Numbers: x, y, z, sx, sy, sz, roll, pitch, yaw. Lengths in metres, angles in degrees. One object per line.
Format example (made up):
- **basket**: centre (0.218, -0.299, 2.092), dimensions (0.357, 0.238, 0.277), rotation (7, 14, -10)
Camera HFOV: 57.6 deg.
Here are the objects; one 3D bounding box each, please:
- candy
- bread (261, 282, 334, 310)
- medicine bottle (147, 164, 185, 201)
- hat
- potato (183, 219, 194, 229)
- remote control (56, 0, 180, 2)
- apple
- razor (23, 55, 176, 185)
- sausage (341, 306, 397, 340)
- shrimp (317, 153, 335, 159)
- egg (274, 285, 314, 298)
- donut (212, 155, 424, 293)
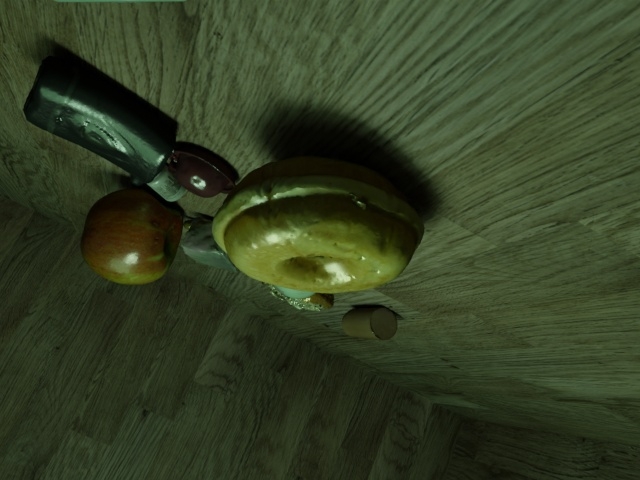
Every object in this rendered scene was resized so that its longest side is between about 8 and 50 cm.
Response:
- **candy**: centre (-0.358, 0.018, 2.030), dimensions (0.196, 0.137, 0.184), rotation (11, 159, 18)
- **bread**: centre (-0.072, 0.157, 2.058), dimensions (0.274, 0.149, 0.274), rotation (19, 167, 5)
- **medicine bottle**: centre (-0.465, -0.180, 1.707), dimensions (0.079, 0.079, 0.140), rotation (13, 160, 31)
- **hat**: centre (-0.320, -0.168, 1.541), dimensions (0.206, 0.089, 0.205), rotation (22, 163, 7)
- **potato**: centre (-0.452, -0.053, 2.106), dimensions (0.092, 0.045, 0.046), rotation (16, 145, 1)
- **remote control**: centre (-0.336, -0.424, 0.875), dimensions (0.336, 0.065, 0.128), rotation (13, 161, 30)
- **apple**: centre (-0.653, -0.017, 2.010), dimensions (0.340, 0.339, 0.339), rotation (22, 162, 7)
- **razor**: centre (-0.517, -0.277, 1.382), dimensions (0.349, 0.113, 0.204), rotation (31, 136, -25)
- **sausage**: centre (0.179, 0.318, 2.236), dimensions (0.123, 0.123, 0.253), rotation (31, 161, -19)
- **shrimp**: centre (0.006, -0.132, 1.322), dimensions (0.198, 0.051, 0.262), rotation (24, 160, -30)
- **egg**: centre (-0.071, 0.074, 1.762), dimensions (0.183, 0.182, 0.264), rotation (19, 154, 15)
- **donut**: centre (-0.005, -0.018, 1.244), dimensions (0.450, 0.197, 0.448), rotation (0, 154, 0)
